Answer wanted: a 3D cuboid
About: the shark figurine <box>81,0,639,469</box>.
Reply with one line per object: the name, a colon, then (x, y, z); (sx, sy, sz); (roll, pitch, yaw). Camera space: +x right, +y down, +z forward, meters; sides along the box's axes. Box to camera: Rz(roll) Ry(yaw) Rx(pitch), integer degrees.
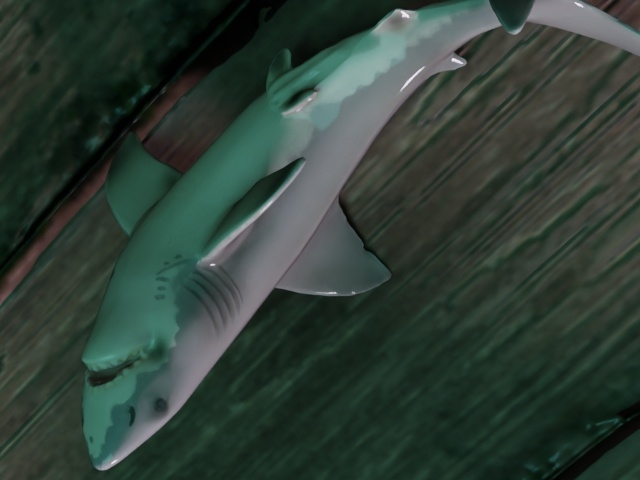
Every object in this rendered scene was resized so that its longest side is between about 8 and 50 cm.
shark figurine: (0.014, -0.024, 0.778); (0.278, 0.166, 0.116); (-40, 122, 12)
